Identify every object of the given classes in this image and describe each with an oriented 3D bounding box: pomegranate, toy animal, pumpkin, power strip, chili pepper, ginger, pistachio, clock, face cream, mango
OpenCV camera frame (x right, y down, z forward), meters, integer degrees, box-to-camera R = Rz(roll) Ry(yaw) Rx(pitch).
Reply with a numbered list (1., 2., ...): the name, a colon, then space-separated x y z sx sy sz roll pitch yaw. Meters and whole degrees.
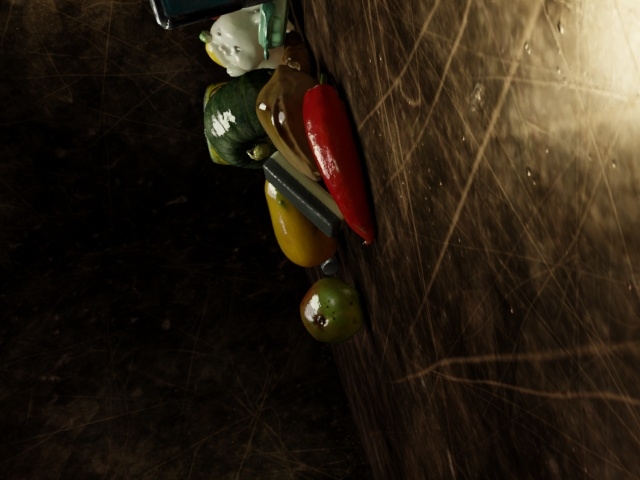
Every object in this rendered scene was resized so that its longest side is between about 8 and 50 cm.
1. pomegranate: 0.045 0.184 1.890 0.210 0.180 0.180 -18 -86 -59
2. toy animal: -0.187 -0.546 1.901 0.183 0.247 0.310 64 -177 15
3. pumpkin: -0.152 -0.306 1.795 0.300 0.300 0.207 85 175 -63
4. power strip: -0.041 -0.121 1.756 0.257 0.070 0.105 41 167 10
5. chili pepper: 0.029 -0.170 1.367 0.137 0.092 0.368 25 -127 -82
6. ginger: -0.055 -0.422 1.663 0.103 0.073 0.162 106 166 -48
7. pistachio: -0.041 -0.259 1.545 0.260 0.163 0.212 62 -153 -44
8. clock: -0.110 -0.527 1.650 0.148 0.060 0.188 101 177 -66
9. face cream: 0.000 0.000 2.239 0.291 0.071 0.144 -110 6 -53
10. mango: -0.058 -0.073 1.937 0.211 0.173 0.317 -75 -34 -55

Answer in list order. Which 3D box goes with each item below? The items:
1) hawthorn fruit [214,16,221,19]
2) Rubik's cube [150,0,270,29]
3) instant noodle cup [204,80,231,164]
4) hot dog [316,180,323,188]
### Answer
1. hawthorn fruit: -0.279 -0.760 1.935 0.316 0.316 0.316 165 90 -85
2. Rubik's cube: -0.201 -0.613 1.323 0.316 0.318 0.313 -112 7 -62
3. instant noodle cup: -0.215 -0.369 2.174 0.325 0.254 0.325 -3 -90 -87
4. hot dog: -0.040 -0.189 2.096 0.162 0.082 0.270 -111 7 -64
